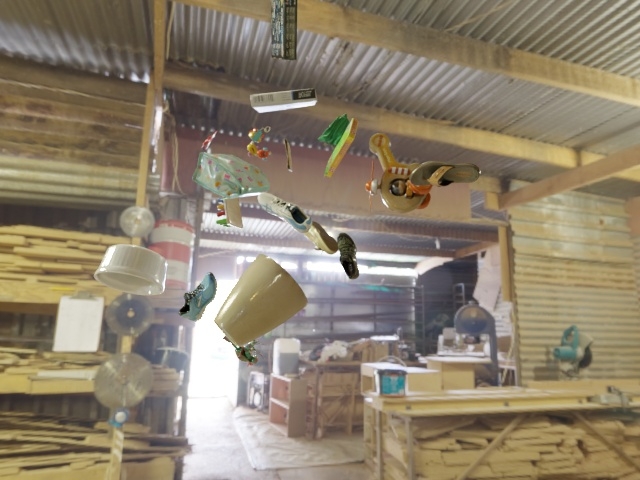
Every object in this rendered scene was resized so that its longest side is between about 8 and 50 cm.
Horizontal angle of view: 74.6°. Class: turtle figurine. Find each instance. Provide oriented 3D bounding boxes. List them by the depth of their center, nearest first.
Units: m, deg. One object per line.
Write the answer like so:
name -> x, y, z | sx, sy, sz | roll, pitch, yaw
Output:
turtle figurine -> -0.363, 0.520, 2.022 | 0.234, 0.118, 0.175 | 36, -34, -4

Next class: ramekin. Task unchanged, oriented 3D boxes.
ramekin -> -0.792, 0.125, 1.785 | 0.277, 0.135, 0.277 | 6, -26, 3

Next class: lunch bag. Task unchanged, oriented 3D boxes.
lunch bag -> -0.375, -0.264, 1.820 | 0.262, 0.160, 0.223 | 31, 21, 17

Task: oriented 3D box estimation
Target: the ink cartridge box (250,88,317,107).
ink cartridge box -> -0.173, -0.684, 2.055 | 0.303, 0.072, 0.307 | -8, 16, -1

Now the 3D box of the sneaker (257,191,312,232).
sneaker -> -0.130, -0.118, 1.570 | 0.237, 0.085, 0.086 | 33, -41, 10

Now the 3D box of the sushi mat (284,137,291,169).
sushi mat -> -0.162, -0.429, 2.138 | 0.019, 0.151, 0.316 | -5, 8, -1

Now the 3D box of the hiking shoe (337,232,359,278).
hiking shoe -> 0.128, 0.068, 1.936 | 0.086, 0.227, 0.114 | -18, -8, 10

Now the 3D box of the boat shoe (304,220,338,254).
boat shoe -> 0.000, 0.000, 2.139 | 0.104, 0.089, 0.285 | 16, 23, -34

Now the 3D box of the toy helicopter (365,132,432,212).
toy helicopter -> 0.257, -0.255, 1.585 | 0.235, 0.355, 0.140 | -20, -26, 0

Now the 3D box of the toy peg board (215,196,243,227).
toy peg board -> -0.454, -0.139, 2.044 | 0.079, 0.161, 0.161 | -13, -9, 11

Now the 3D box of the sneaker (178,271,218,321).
sneaker -> -0.350, 0.161, 1.198 | 0.073, 0.162, 0.063 | 21, 13, -42

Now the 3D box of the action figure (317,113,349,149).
action figure -> 0.095, -0.601, 2.281 | 0.137, 0.232, 0.063 | 25, -21, 6

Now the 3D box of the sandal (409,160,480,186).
sandal -> 0.395, -0.201, 1.342 | 0.219, 0.060, 0.090 | 4, -44, 12

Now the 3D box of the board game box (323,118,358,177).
board game box -> 0.082, -0.377, 1.766 | 0.039, 0.124, 0.259 | 25, -40, -12

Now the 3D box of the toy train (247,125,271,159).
toy train -> -0.279, -0.439, 1.892 | 0.125, 0.166, 0.046 | -23, 48, -36

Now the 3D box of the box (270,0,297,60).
box -> -0.131, -0.758, 1.485 | 0.051, 0.220, 0.175 | -7, 26, -20

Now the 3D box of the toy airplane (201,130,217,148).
toy airplane -> -0.648, -0.573, 2.423 | 0.028, 0.151, 0.151 | 34, -22, -16

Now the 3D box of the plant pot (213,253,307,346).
plant pot -> -0.229, 0.233, 1.479 | 0.256, 0.274, 0.256 | 38, -23, 20
